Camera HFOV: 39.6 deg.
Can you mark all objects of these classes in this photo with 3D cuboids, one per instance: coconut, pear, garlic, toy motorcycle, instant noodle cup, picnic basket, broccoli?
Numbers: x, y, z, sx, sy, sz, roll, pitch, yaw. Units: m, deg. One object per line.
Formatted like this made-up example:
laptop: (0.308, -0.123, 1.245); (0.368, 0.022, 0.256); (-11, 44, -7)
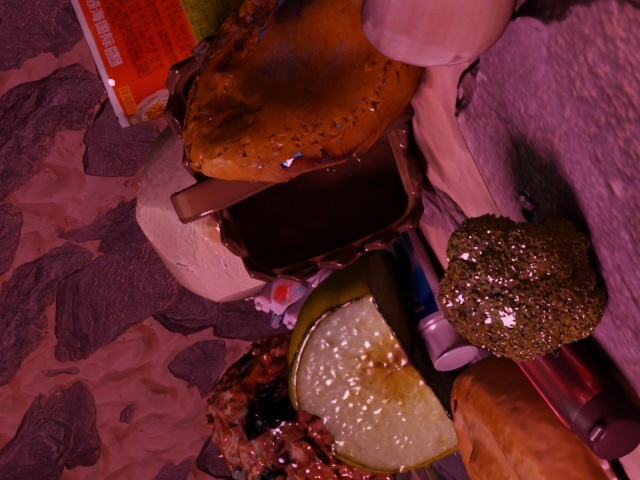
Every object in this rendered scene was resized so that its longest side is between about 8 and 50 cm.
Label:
coconut: (-0.138, -0.079, 1.506); (0.346, 0.346, 0.360); (61, 177, 43)
pear: (0.063, 0.138, 1.160); (0.292, 0.159, 0.292); (52, -158, -30)
garlic: (0.087, -0.211, 0.604); (0.148, 0.128, 0.266); (55, 159, 9)
toy motorcycle: (0.000, 0.000, 1.230); (0.110, 0.260, 0.171); (30, 161, 10)
instant noodle cup: (-0.164, -0.301, 1.199); (0.294, 0.307, 0.294); (158, 90, -82)
picnic basket: (-0.027, -0.106, 0.983); (0.321, 0.254, 0.291); (-81, -32, -80)
broccoli: (0.154, 0.032, 0.691); (0.131, 0.130, 0.120); (42, -143, -3)

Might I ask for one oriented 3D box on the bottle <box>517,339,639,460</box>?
bottle: (0.205, 0.110, 0.742); (0.164, 0.060, 0.060); (-121, 12, -48)

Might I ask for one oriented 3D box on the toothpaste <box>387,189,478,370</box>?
toothpaste: (0.124, 0.038, 1.131); (0.096, 0.061, 0.266); (76, 176, -57)

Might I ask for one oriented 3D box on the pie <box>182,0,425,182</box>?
pie: (-0.018, -0.163, 0.806); (0.069, 0.273, 0.273); (44, -166, -49)

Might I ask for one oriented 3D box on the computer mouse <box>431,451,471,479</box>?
computer mouse: (0.182, 0.285, 1.253); (0.167, 0.090, 0.379); (77, 167, -52)

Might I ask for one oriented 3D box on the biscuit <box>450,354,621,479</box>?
biscuit: (0.219, 0.260, 0.899); (0.296, 0.102, 0.296); (157, 90, -80)

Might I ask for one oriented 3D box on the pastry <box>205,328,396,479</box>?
pastry: (-0.027, 0.329, 1.569); (0.292, 0.337, 0.405); (72, -164, -55)
